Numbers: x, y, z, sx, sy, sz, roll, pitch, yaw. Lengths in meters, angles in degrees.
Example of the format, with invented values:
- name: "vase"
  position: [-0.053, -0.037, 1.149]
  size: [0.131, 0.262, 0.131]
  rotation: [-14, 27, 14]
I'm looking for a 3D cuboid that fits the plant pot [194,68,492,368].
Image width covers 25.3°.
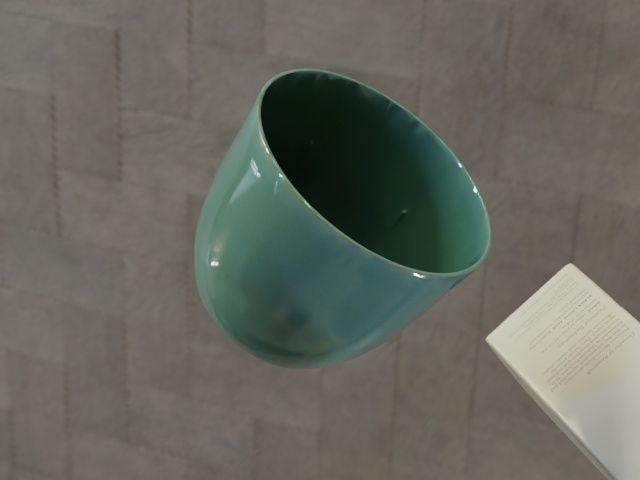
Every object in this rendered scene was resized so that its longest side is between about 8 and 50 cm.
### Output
- name: "plant pot"
  position: [0.000, 0.000, 1.543]
  size: [0.293, 0.293, 0.235]
  rotation: [42, 124, 5]

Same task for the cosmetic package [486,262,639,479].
- name: "cosmetic package"
  position: [0.381, 0.213, 1.687]
  size: [0.156, 0.385, 0.217]
  rotation: [-43, 122, 1]
